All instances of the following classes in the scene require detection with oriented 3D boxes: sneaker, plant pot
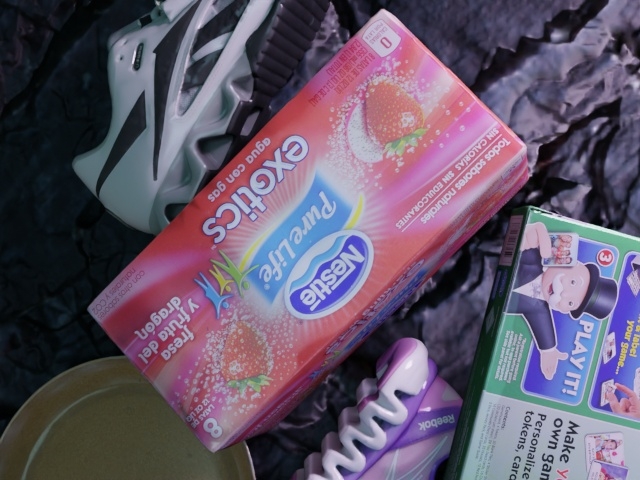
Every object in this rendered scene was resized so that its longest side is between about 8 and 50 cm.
[{"bbox_3d":[0.036,0.193,0.768,0.104,0.095,0.236,37,98,-5],"label":"sneaker"},{"bbox_3d":[-0.092,-0.163,0.802,0.146,0.122,0.330,30,93,12],"label":"sneaker"},{"bbox_3d":[-0.161,0.213,0.823,0.236,0.032,0.236,-3,77,12],"label":"plant pot"}]

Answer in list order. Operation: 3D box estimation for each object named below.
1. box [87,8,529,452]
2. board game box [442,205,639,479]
[{"bbox_3d":[0.000,0.000,0.755,0.300,0.154,0.142,-45,78,5],"label":"box"},{"bbox_3d":[0.202,0.156,0.716,0.213,0.046,0.317,15,89,-6],"label":"board game box"}]
